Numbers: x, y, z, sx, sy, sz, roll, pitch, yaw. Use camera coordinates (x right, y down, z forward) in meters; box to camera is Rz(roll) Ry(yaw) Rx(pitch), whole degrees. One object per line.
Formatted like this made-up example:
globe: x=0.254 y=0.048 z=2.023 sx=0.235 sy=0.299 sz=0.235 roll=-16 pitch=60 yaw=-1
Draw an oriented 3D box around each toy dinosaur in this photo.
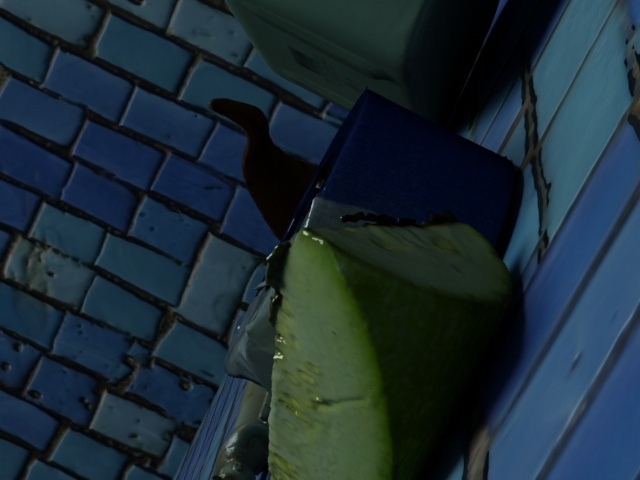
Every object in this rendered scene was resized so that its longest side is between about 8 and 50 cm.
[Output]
toy dinosaur: x=0.000 y=0.000 z=1.376 sx=0.432 sy=0.097 sz=0.208 roll=-3 pitch=-70 yaw=-70

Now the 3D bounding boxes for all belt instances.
belt: x=0.027 y=0.014 z=1.091 sx=0.212 sy=0.117 sz=0.347 roll=-62 pitch=3 yaw=0

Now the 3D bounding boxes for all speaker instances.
speaker: x=0.038 y=-0.216 z=1.381 sx=0.406 sy=0.184 sz=0.183 roll=47 pitch=-112 yaw=-80

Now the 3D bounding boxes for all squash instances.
squash: x=0.004 y=0.114 z=0.847 sx=0.169 sy=0.093 sz=0.252 roll=-2 pitch=-56 yaw=-57

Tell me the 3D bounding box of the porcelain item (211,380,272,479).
porcelain item: x=-0.075 y=0.213 z=1.688 sx=0.213 sy=0.054 sz=0.084 roll=-69 pitch=4 yaw=-63
